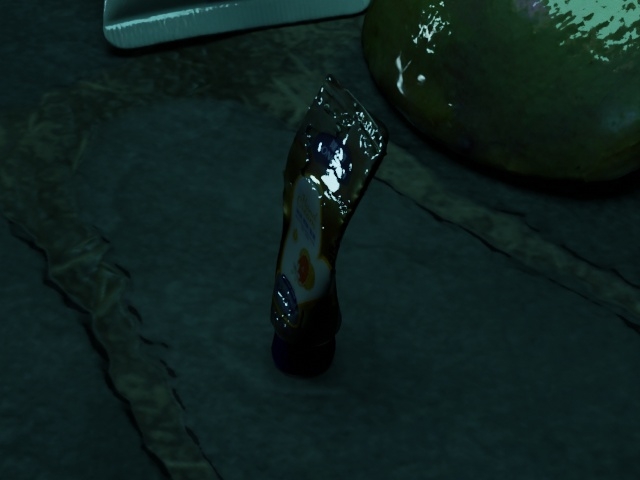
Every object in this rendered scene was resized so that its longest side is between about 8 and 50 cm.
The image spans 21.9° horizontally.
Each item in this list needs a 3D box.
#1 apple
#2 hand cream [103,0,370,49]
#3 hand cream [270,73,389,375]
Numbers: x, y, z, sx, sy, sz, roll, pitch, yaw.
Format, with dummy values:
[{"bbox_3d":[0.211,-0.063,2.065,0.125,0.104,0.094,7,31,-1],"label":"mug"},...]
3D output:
[{"bbox_3d":[0.132,-0.138,1.029,0.193,0.120,0.265,-27,47,-16],"label":"apple"},{"bbox_3d":[-0.090,-0.311,1.098,0.185,0.118,0.359,-12,85,-21],"label":"hand cream"},{"bbox_3d":[0.000,0.000,0.825,0.039,0.163,0.062,-10,43,-23],"label":"hand cream"}]
